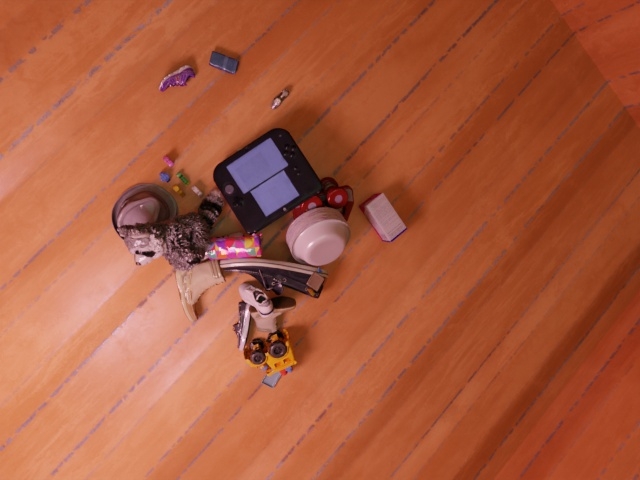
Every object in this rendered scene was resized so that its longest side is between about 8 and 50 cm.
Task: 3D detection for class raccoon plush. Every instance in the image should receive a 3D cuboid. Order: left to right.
[{"bbox_3d":[-0.606,-0.084,1.674,0.299,0.216,0.446,40,47,-39],"label":"raccoon plush"}]

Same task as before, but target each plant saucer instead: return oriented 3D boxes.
[{"bbox_3d":[-0.207,0.609,1.977,0.067,0.018,0.192,33,86,-15],"label":"plant saucer"}]

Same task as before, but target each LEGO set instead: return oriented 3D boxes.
[{"bbox_3d":[-0.611,-0.252,1.762,0.087,0.093,0.227,-45,104,-8],"label":"LEGO set"}]

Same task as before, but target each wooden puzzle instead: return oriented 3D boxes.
[{"bbox_3d":[-0.024,0.184,1.851,0.078,0.014,0.116,45,73,-27],"label":"wooden puzzle"}]

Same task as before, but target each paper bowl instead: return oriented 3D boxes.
[{"bbox_3d":[0.000,0.000,1.844,0.285,0.148,0.284,-15,139,-13],"label":"paper bowl"}]

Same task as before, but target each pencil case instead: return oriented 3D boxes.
[{"bbox_3d":[-0.356,0.026,1.741,0.237,0.104,0.104,-7,96,0],"label":"pencil case"}]

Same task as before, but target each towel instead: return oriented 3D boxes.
[{"bbox_3d":[-0.422,-0.775,1.805,0.120,0.029,0.067,16,90,-16],"label":"towel"}]

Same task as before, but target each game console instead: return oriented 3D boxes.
[{"bbox_3d":[-0.232,-0.260,1.769,0.387,0.060,0.341,-33,81,2],"label":"game console"}]

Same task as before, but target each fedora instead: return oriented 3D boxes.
[{"bbox_3d":[-0.739,-0.107,1.723,0.275,0.124,0.243,-42,104,-8],"label":"fedora"}]

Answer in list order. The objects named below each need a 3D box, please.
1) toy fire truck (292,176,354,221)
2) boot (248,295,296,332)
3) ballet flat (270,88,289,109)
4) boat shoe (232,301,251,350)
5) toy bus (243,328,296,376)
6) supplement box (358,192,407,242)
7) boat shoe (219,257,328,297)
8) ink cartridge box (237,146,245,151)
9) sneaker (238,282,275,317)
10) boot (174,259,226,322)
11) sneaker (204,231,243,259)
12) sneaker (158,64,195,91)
[{"bbox_3d":[0.010,-0.139,1.921,0.303,0.169,0.253,-15,122,-13],"label":"toy fire truck"},{"bbox_3d":[-0.204,0.343,1.888,0.213,0.077,0.165,-11,129,0],"label":"boot"},{"bbox_3d":[-0.184,-0.645,1.874,0.041,0.041,0.114,42,84,-14],"label":"ballet flat"},{"bbox_3d":[-0.364,0.389,1.891,0.076,0.080,0.228,9,95,0],"label":"boat shoe"},{"bbox_3d":[-0.218,0.547,1.904,0.220,0.149,0.211,-23,107,-6],"label":"toy bus"},{"bbox_3d":[0.302,-0.112,2.009,0.114,0.111,0.220,-39,103,-9],"label":"supplement box"},{"bbox_3d":[-0.205,0.166,1.861,0.501,0.187,0.155,12,85,-21],"label":"boat shoe"},{"bbox_3d":[-0.283,-0.349,1.881,0.146,0.045,0.179,-19,81,-12],"label":"ink cartridge box"},{"bbox_3d":[-0.288,0.240,1.824,0.090,0.235,0.094,-39,136,-25],"label":"sneaker"},{"bbox_3d":[-0.514,0.218,1.822,0.204,0.095,0.261,-13,99,-14],"label":"boot"},{"bbox_3d":[-0.455,0.013,1.825,0.237,0.085,0.086,-24,122,-11],"label":"sneaker"},{"bbox_3d":[-0.605,-0.676,1.746,0.170,0.068,0.071,-36,108,-10],"label":"sneaker"}]
